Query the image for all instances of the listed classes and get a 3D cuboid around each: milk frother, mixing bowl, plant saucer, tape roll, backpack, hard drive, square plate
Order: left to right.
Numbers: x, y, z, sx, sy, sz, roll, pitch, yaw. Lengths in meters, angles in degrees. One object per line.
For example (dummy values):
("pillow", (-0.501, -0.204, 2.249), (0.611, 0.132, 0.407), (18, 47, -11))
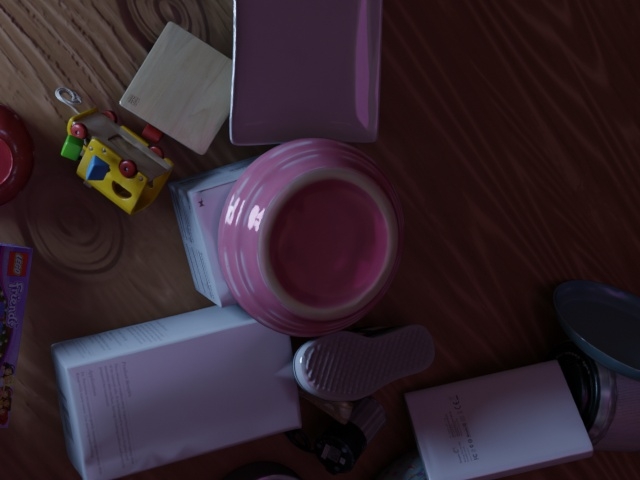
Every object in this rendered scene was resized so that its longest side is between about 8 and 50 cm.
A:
("mixing bowl", (-0.523, -0.127, 1.636), (0.181, 0.098, 0.182), (-5, 101, -24))
("tape roll", (-0.106, 0.522, 1.946), (0.219, 0.072, 0.219), (-5, 102, -23))
("square plate", (-0.027, -0.336, 1.787), (0.347, 0.049, 0.344), (-6, 101, -44))
("plant saucer", (0.000, 0.000, 1.732), (0.332, 0.084, 0.332), (-4, 101, -24))
("milk frother", (0.024, 0.346, 1.963), (0.143, 0.129, 0.135), (43, 42, 4))
("backpack", (0.185, 0.469, 2.027), (0.182, 0.152, 0.115), (-30, 109, -24))
("hard drive", (0.330, 0.347, 2.001), (0.307, 0.203, 0.040), (-12, 142, -4))
("plant saucer", (0.595, 0.185, 2.076), (0.317, 0.318, 0.044), (9, 119, -24))

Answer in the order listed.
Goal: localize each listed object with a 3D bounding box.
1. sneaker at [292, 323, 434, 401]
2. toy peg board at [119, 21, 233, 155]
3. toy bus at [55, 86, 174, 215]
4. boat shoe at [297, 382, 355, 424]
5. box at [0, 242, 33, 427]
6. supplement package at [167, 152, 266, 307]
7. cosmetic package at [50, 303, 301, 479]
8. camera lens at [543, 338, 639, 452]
("sneaker", (0.055, 0.219, 1.888), (0.321, 0.127, 0.126), (-3, 82, -43))
("toy peg board", (-0.225, -0.248, 1.766), (0.160, 0.079, 0.161), (31, 84, -9))
("toy bus", (-0.342, -0.129, 1.706), (0.190, 0.202, 0.104), (13, 124, -32))
("boat shoe", (-0.013, 0.281, 1.917), (0.153, 0.056, 0.048), (21, 98, 14))
("box", (-0.554, 0.143, 1.624), (0.201, 0.057, 0.294), (9, 89, -55))
("supplement package", (-0.097, -0.032, 1.811), (0.261, 0.145, 0.204), (-19, 106, -19))
("cosmetic package", (-0.240, 0.246, 1.796), (0.384, 0.156, 0.217), (-11, 103, -23))
("camera lens", (0.590, 0.312, 2.128), (0.274, 0.219, 0.220), (8, 96, -24))
